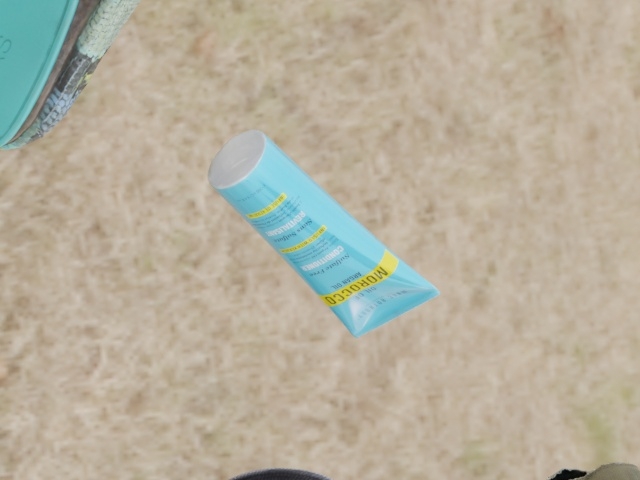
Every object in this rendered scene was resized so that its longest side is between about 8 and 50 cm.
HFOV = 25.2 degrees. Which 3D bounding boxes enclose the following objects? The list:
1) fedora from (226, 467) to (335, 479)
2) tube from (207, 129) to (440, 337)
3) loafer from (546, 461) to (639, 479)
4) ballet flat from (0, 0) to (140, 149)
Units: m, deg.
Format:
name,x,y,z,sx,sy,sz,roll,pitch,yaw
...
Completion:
name,x,y,z,sx,sy,sz,roll,pitch,yaw
fedora,-0.047,0.324,1.280,0.275,0.244,0.124,50,2,28
tube,0.000,0.000,1.064,0.207,0.080,0.052,44,33,-36
loafer,0.193,0.199,0.986,0.251,0.094,0.087,142,-59,-80
ballet flat,-0.069,-0.107,0.443,0.070,0.188,0.070,28,37,-24
